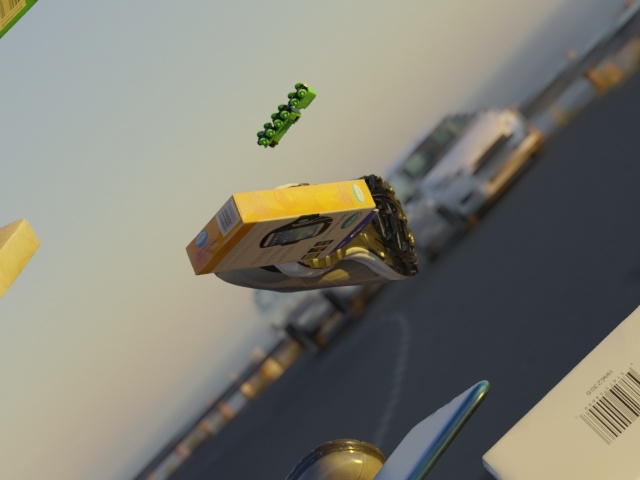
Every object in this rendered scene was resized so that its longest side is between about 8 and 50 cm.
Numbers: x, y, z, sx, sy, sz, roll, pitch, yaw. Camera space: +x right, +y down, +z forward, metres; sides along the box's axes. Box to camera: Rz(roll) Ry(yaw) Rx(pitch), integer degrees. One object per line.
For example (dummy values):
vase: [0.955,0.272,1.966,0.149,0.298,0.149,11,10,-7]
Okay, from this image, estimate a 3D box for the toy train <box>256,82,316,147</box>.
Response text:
toy train: [-0.034,-0.124,1.884,0.083,0.024,0.017,-50,37,26]

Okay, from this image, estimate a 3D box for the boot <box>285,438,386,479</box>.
boot: [-0.001,0.401,2.067,0.222,0.118,0.338,-104,31,-53]

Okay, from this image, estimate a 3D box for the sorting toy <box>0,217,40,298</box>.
sorting toy: [-0.354,0.058,1.302,0.257,0.089,0.255,-23,16,17]

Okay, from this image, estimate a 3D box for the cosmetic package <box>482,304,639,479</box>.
cosmetic package: [0.294,0.189,1.512,0.224,0.224,0.138,-44,38,1]

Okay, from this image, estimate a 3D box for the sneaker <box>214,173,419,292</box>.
sneaker: [0.000,0.000,1.757,0.108,0.100,0.271,-24,-14,32]

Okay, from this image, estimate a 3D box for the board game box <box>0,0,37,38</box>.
board game box: [-0.397,-0.356,1.964,0.242,0.316,0.064,-51,-22,-31]

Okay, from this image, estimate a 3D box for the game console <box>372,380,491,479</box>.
game console: [0.086,0.284,1.638,0.173,0.250,0.293,-19,-10,-12]

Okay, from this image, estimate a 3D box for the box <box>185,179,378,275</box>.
box: [-0.023,-0.011,1.398,0.136,0.028,0.081,-9,-24,-38]
